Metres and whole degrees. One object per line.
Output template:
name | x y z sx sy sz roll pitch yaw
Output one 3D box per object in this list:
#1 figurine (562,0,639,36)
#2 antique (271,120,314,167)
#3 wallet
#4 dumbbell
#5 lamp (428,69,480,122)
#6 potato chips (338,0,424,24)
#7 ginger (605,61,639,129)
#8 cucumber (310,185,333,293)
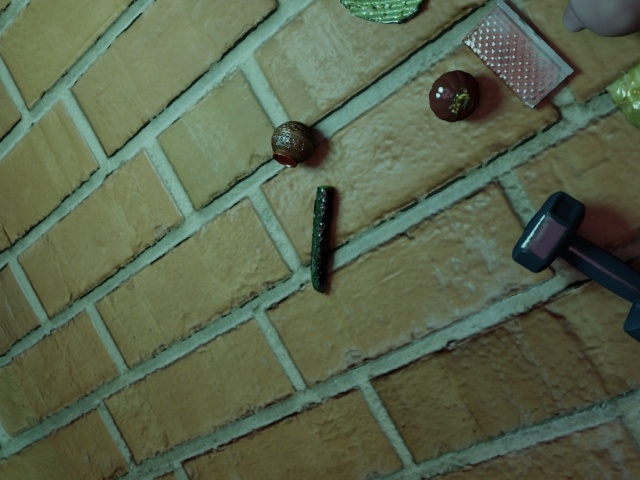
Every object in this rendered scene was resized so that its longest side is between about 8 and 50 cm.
figurine | 0.494 -0.421 0.933 0.173 0.173 0.173 5 102 24
antique | -0.060 -0.218 1.267 0.104 0.104 0.104 5 102 24
wallet | 0.372 -0.353 1.083 0.196 0.020 0.103 48 114 9
dumbbell | 0.516 0.053 1.028 0.316 0.143 0.156 36 112 15
lamp | 0.262 -0.281 1.110 0.101 0.090 0.101 -5 119 -9
potato chips | 0.114 -0.494 1.169 0.207 0.028 0.092 10 103 21
ginger | 0.616 -0.240 0.927 0.267 0.152 0.138 16 105 41
cucumber | 0.000 0.000 1.312 0.044 0.043 0.257 11 105 28
